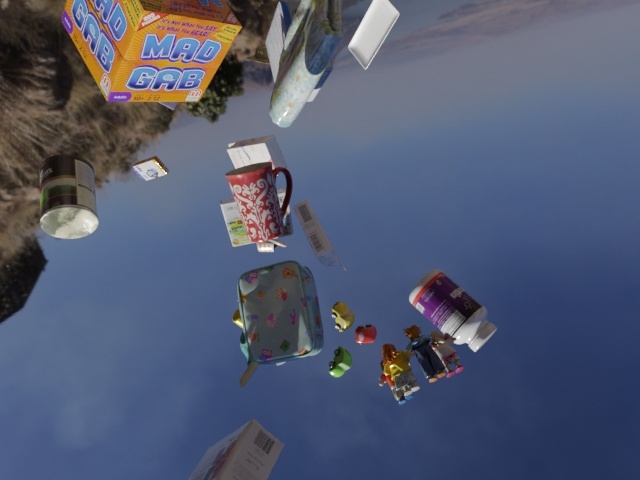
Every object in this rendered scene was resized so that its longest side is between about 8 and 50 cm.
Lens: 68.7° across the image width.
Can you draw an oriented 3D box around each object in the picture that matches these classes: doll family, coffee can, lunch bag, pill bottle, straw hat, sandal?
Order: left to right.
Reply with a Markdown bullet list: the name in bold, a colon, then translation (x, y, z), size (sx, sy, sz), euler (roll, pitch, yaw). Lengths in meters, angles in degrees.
- **coffee can**: translation (-1.001, -0.175, 1.862), size (0.201, 0.201, 0.275), euler (-17, -121, -7)
- **sandal**: translation (-0.279, 0.010, 2.146), size (0.265, 0.076, 0.102), euler (15, -177, 12)
- **straw hat**: translation (-0.247, -0.788, 1.980), size (0.144, 0.061, 0.144), euler (9, -158, -4)
- **lunch bag**: translation (-0.118, 0.201, 1.320), size (0.224, 0.279, 0.108), euler (-16, 164, 18)
- **doll family**: translation (0.270, 0.334, 1.338), size (0.263, 0.118, 0.163), euler (-31, -127, 4)
- **pill bottle**: translation (0.515, 0.272, 1.819), size (0.181, 0.181, 0.323), euler (-28, -121, -35)

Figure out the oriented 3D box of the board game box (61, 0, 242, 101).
- **board game box**: translation (-0.555, -0.710, 1.532), size (0.356, 0.356, 0.356), euler (-19, 162, -49)

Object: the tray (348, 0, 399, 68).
- **tray**: translation (0.219, -0.853, 1.908), size (0.030, 0.145, 0.270), euler (-20, 158, -38)

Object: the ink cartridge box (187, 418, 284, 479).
- **ink cartridge box**: translation (-0.284, 0.703, 1.343), size (0.309, 0.130, 0.272), euler (-44, -174, 39)

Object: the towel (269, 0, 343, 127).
- **towel**: translation (-0.044, -0.550, 1.335), size (0.090, 0.320, 0.374), euler (16, -131, -19)

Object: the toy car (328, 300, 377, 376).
- **toy car**: translation (0.097, 0.343, 1.537), size (0.053, 0.239, 0.225), euler (-1, -122, 46)

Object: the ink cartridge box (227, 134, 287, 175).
- **ink cartridge box**: translation (-0.221, -0.265, 1.516), size (0.198, 0.115, 0.067), euler (-2, -146, 33)

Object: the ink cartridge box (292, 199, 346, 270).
- **ink cartridge box**: translation (0.000, 0.000, 1.415), size (0.056, 0.181, 0.224), euler (-27, 156, 1)

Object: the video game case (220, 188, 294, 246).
- **video game case**: translation (-0.216, -0.077, 1.632), size (0.227, 0.206, 0.026), euler (-12, -134, -6)

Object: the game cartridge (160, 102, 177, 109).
- **game cartridge**: translation (-0.630, -0.753, 1.956), size (0.230, 0.355, 0.068), euler (21, -171, -47)

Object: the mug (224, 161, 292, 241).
- **mug**: translation (-0.130, -0.094, 1.109), size (0.150, 0.169, 0.113), euler (-14, -162, -4)

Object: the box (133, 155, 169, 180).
- **box**: translation (-0.685, -0.288, 1.880), size (0.136, 0.081, 0.028), euler (-9, -134, 28)

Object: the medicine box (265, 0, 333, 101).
- **medicine box**: translation (-0.087, -0.687, 1.735), size (0.149, 0.263, 0.289), euler (-12, 177, -18)

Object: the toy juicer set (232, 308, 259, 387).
- **toy juicer set**: translation (-0.197, 0.319, 1.595), size (0.209, 0.089, 0.329), euler (-44, -146, 17)
